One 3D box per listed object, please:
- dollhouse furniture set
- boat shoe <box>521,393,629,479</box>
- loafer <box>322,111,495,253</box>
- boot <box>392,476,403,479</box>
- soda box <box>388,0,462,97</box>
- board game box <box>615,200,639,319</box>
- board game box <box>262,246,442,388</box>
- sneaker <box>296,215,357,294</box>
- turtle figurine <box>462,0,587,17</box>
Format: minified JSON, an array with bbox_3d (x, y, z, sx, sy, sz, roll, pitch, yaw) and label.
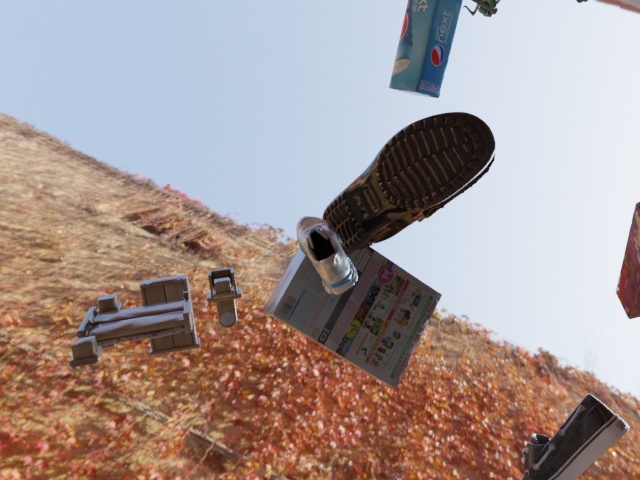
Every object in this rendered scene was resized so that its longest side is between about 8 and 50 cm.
[{"bbox_3d":[-0.299,0.201,1.052,0.303,0.355,0.173,-9,-76,-11],"label":"dollhouse furniture set"},{"bbox_3d":[0.439,0.419,0.989,0.102,0.108,0.301,46,-68,31],"label":"boat shoe"},{"bbox_3d":[0.149,-0.095,0.886,0.366,0.130,0.133,-32,-106,45],"label":"loafer"},{"bbox_3d":[0.134,0.585,1.088,0.161,0.246,0.083,-42,-125,-8],"label":"boot"},{"bbox_3d":[0.188,-0.365,0.910,0.071,0.067,0.210,27,-70,48],"label":"soda box"},{"bbox_3d":[0.504,-0.019,0.532,0.347,0.208,0.056,-17,-122,13],"label":"board game box"},{"bbox_3d":[0.070,0.129,1.066,0.303,0.097,0.224,34,-104,-13],"label":"board game box"},{"bbox_3d":[0.000,0.000,0.841,0.071,0.190,0.083,-32,-52,-3],"label":"sneaker"},{"bbox_3d":[0.296,-0.389,0.693,0.234,0.175,0.118,-4,-95,-19],"label":"turtle figurine"}]
